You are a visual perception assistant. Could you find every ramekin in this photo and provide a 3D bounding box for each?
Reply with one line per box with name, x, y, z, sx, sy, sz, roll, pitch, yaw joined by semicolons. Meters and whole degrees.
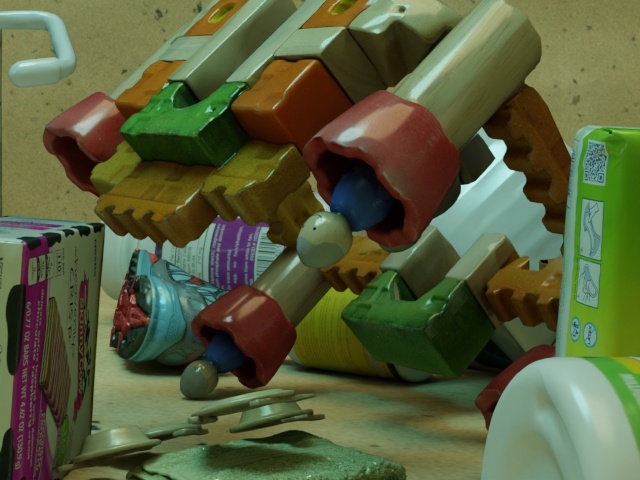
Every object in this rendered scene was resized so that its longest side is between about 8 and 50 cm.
ramekin;0.176;0.004;1.283;0.135;0.277;0.277;-41;6;-1

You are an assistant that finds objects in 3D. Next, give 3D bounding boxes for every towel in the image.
towel;-0.030;0.141;0.866;0.148;0.027;0.110;-1;5;-42

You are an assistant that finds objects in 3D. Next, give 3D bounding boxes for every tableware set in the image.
tableware set;-0.077;0.118;0.897;0.168;0.020;0.141;-15;-11;14

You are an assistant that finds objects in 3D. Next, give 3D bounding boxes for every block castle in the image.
block castle;0.000;0.000;1.033;0.213;0.303;0.453;-47;28;-22

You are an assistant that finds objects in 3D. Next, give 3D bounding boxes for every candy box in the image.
candy box;-0.186;0.069;0.856;0.071;0.159;0.233;4;4;1

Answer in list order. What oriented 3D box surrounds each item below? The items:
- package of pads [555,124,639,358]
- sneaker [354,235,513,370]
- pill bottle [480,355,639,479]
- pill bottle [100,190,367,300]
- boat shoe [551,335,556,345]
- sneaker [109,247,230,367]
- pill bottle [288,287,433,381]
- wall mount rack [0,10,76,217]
package of pads;0.275;0.058;0.778;0.296;0.229;0.101;3;6;-5
sneaker;0.149;0.079;1.479;0.319;0.112;0.131;16;-22;27
pill bottle;0.195;0.113;0.543;0.245;0.136;0.136;2;3;-12
pill bottle;-0.104;0.021;1.660;0.301;0.169;0.169;5;4;27
boat shoe;0.311;0.027;1.083;0.120;0.123;0.324;-17;-17;-50
sneaker;-0.139;0.082;1.427;0.125;0.104;0.262;17;6;-12
pill bottle;0.025;0.075;1.376;0.184;0.103;0.103;5;4;33
wall mount rack;-0.322;-0.042;0.976;0.304;0.350;0.130;-4;35;-16
